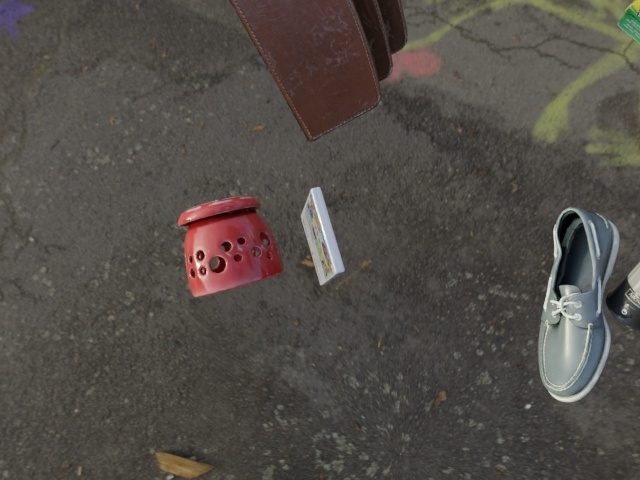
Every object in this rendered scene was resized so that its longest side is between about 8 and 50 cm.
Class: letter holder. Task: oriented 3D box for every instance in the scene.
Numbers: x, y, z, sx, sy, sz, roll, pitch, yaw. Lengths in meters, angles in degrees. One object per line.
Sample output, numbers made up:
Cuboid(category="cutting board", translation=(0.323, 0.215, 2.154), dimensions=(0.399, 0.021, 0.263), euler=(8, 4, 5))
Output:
Cuboid(category="letter holder", translation=(0.003, -0.329, 0.728), dimensions=(0.214, 0.302, 0.152), euler=(-26, 37, 9))

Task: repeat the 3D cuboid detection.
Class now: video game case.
Cuboid(category="video game case", translation=(0.000, 0.000, 0.585), dimensions=(0.011, 0.122, 0.087), euler=(-15, 82, -9))

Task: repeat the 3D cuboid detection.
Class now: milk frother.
Cuboid(category="milk frother", translation=(0.551, 0.069, 0.855), dimensions=(0.129, 0.135, 0.143), euler=(38, 44, 20))

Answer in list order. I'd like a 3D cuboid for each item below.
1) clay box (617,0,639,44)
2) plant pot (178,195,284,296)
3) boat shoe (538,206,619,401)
Cuboid(category="clay box", translation=(0.572, -0.377, 0.838), dimensions=(0.127, 0.053, 0.222), euler=(40, 79, 2))
Cuboid(category="plant pot", translation=(-0.182, 0.007, 1.101), dimensions=(0.190, 0.191, 0.174), euler=(-13, 90, 3))
Cuboid(category="boat shoe", translation=(0.405, 0.096, 0.895), dimensions=(0.116, 0.099, 0.320), euler=(-1, 67, 54))
